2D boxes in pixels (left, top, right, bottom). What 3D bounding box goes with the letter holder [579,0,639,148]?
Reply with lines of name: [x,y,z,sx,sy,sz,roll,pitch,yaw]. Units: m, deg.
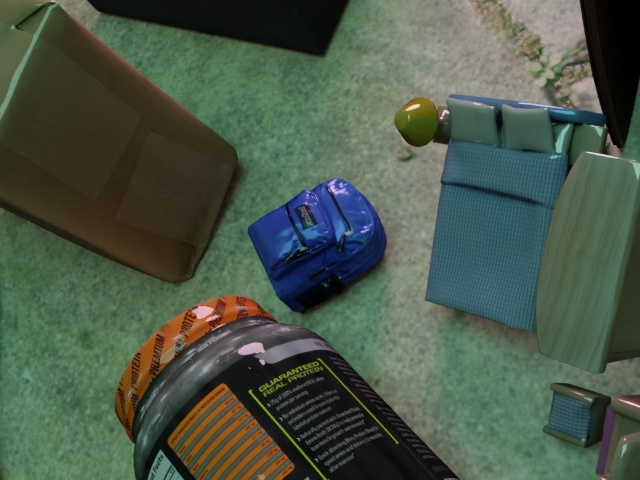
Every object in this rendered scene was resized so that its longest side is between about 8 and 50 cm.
letter holder: [0.312,-0.210,0.794,0.152,0.302,0.214,11,73,26]

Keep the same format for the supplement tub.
supplement tub: [-0.012,0.211,0.805,0.207,0.207,0.338,-45,59,0]

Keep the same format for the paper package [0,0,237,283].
paper package: [-0.298,-0.114,0.990,0.309,0.325,0.168,20,82,29]

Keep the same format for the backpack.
backpack: [0.000,0.000,0.953,0.120,0.101,0.098,-29,67,5]

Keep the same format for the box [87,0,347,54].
box: [-0.111,-0.412,1.127,0.343,0.179,0.312,17,75,28]

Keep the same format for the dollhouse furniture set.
dollhouse furniture set: [0.141,0.031,0.788,0.303,0.198,0.286,18,102,44]
